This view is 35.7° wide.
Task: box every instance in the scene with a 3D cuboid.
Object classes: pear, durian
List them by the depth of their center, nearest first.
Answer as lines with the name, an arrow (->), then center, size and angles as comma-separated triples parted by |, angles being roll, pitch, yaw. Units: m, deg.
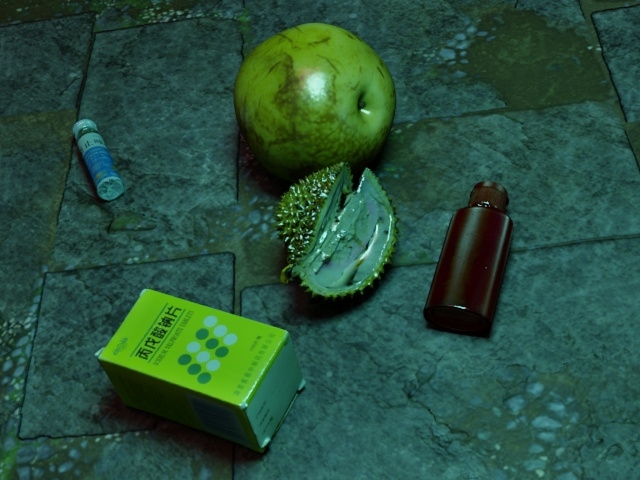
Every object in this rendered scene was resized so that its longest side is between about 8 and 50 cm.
durian -> 0.000, 0.000, 1.521 | 0.237, 0.193, 0.137 | -38, 9, -34
pear -> -0.012, -0.227, 1.656 | 0.280, 0.281, 0.281 | -6, 48, 6

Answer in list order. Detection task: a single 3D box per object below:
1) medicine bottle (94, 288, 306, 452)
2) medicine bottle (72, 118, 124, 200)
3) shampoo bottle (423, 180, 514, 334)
medicine bottle -> -0.166, 0.183, 1.397 | 0.250, 0.141, 0.137 | 15, 56, 23
medicine bottle -> -0.404, -0.147, 1.799 | 0.051, 0.051, 0.191 | -24, 49, -11
shampoo bottle -> 0.233, 0.020, 1.510 | 0.102, 0.064, 0.260 | 7, 51, 18
